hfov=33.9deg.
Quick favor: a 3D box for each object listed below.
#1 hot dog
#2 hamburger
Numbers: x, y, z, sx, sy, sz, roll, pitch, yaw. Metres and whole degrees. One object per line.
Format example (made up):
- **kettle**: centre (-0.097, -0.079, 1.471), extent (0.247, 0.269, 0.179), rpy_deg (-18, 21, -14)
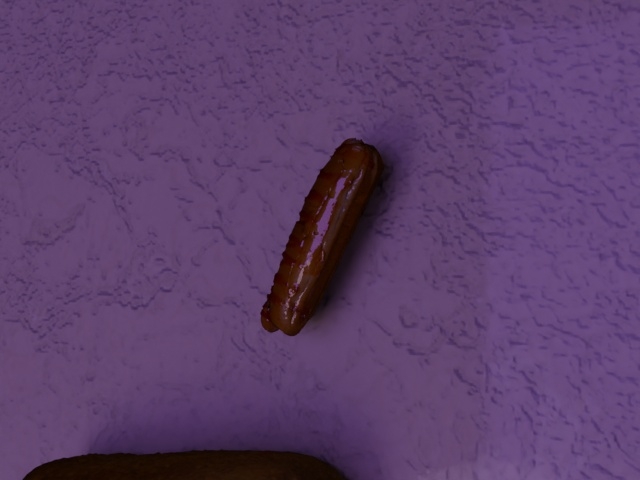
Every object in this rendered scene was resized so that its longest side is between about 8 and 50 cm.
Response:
- **hot dog**: centre (-0.002, 0.000, 0.691), extent (0.038, 0.062, 0.144), rpy_deg (27, 102, 5)
- **hamburger**: centre (-0.118, 0.213, 0.685), extent (0.283, 0.157, 0.143), rpy_deg (-7, 84, 26)
